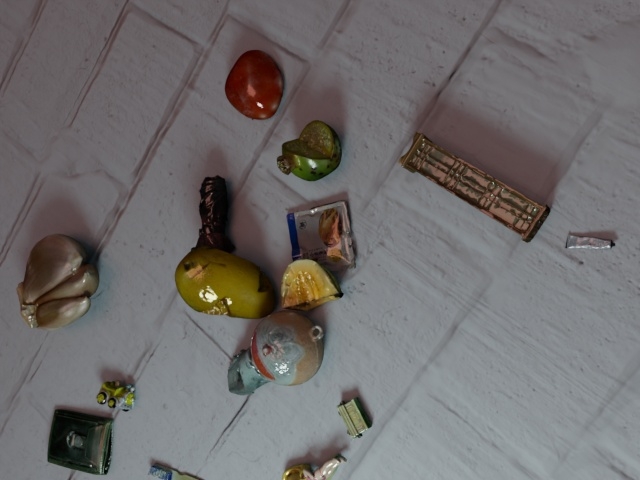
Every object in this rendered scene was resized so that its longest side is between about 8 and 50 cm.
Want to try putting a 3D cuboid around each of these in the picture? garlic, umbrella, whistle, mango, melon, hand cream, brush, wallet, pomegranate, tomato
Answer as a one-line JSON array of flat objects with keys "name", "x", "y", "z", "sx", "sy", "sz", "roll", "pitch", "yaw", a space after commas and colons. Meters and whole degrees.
[{"name": "garlic", "x": -0.762, "y": 0.116, "z": 1.848, "sx": 0.325, "sy": 0.132, "sz": 0.279, "roll": -29, "pitch": 76, "yaw": 24}, {"name": "umbrella", "x": -0.283, "y": -0.006, "z": 1.647, "sx": 0.090, "sy": 0.094, "sz": 0.326, "roll": -1, "pitch": 86, "yaw": 33}, {"name": "whistle", "x": -0.128, "y": 0.286, "z": 1.522, "sx": 0.348, "sy": 0.189, "sz": 0.189, "roll": -34, "pitch": 73, "yaw": 32}, {"name": "mango", "x": -0.229, "y": 0.111, "z": 1.551, "sx": 0.262, "sy": 0.130, "sz": 0.167, "roll": 18, "pitch": 94, "yaw": -16}, {"name": "melon", "x": -0.019, "y": 0.101, "z": 1.510, "sx": 0.160, "sy": 0.079, "sz": 0.128, "roll": -17, "pitch": 90, "yaw": 29}, {"name": "hand cream", "x": 0.551, "y": 0.006, "z": 1.287, "sx": 0.093, "sy": 0.019, "sz": 0.030, "roll": 6, "pitch": 92, "yaw": 33}, {"name": "brush", "x": -0.390, "y": 0.639, "z": 1.697, "sx": 0.179, "sy": 0.030, "sz": 0.033, "roll": 8, "pitch": 81, "yaw": 26}, {"name": "wallet", "x": -0.708, "y": 0.588, "z": 1.841, "sx": 0.236, "sy": 0.055, "sz": 0.160, "roll": 1, "pitch": 81, "yaw": 27}, {"name": "pomegranate", "x": -0.026, "y": -0.198, "z": 1.511, "sx": 0.143, "sy": 0.122, "sz": 0.169, "roll": 25, "pitch": 63, "yaw": 30}, {"name": "tomato", "x": -0.174, "y": -0.403, "z": 1.621, "sx": 0.174, "sy": 0.082, "sz": 0.166, "roll": 40, "pitch": 103, "yaw": 25}]

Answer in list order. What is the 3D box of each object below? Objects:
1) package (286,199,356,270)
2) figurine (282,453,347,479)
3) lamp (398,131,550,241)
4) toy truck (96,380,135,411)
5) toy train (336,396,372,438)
[{"name": "package", "x": 0.000, "y": 0.000, "z": 1.544, "sx": 0.173, "sy": 0.027, "sz": 0.171, "roll": -13, "pitch": 82, "yaw": 24}, {"name": "figurine", "x": -0.017, "y": 0.555, "z": 1.501, "sx": 0.187, "sy": 0.083, "sz": 0.083, "roll": -41, "pitch": 71, "yaw": 25}, {"name": "lamp", "x": 0.329, "y": -0.117, "z": 1.359, "sx": 0.325, "sy": 0.090, "sz": 0.089, "roll": 36, "pitch": 101, "yaw": 22}, {"name": "toy truck", "x": -0.569, "y": 0.436, "z": 1.775, "sx": 0.111, "sy": 0.076, "sz": 0.077, "roll": 10, "pitch": 72, "yaw": 25}, {"name": "toy train", "x": 0.080, "y": 0.416, "z": 1.478, "sx": 0.056, "sy": 0.038, "sz": 0.093, "roll": -32, "pitch": 74, "yaw": 14}]
